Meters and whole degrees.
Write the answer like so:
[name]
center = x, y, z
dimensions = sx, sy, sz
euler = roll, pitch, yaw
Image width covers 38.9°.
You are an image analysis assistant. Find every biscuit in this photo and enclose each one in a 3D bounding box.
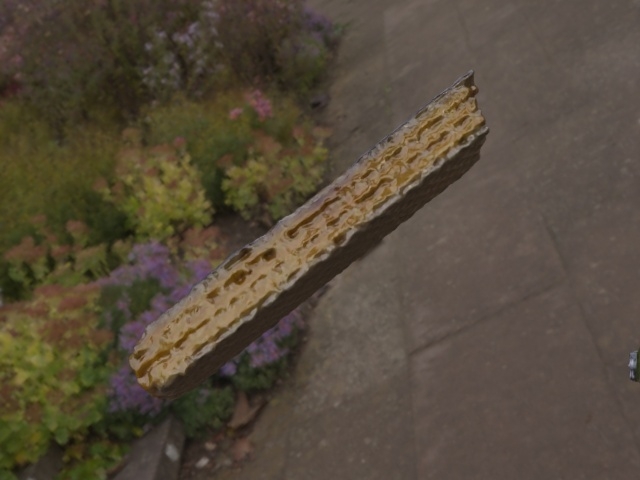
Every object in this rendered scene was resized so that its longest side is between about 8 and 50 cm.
[biscuit]
center = 0.000, 0.000, 0.765
dimensions = 0.378, 0.054, 0.094
euler = -38, -13, -13

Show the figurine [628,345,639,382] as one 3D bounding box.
[figurine]
center = 0.340, 0.070, 0.762
dimensions = 0.166, 0.250, 0.141
euler = -29, 36, -28
